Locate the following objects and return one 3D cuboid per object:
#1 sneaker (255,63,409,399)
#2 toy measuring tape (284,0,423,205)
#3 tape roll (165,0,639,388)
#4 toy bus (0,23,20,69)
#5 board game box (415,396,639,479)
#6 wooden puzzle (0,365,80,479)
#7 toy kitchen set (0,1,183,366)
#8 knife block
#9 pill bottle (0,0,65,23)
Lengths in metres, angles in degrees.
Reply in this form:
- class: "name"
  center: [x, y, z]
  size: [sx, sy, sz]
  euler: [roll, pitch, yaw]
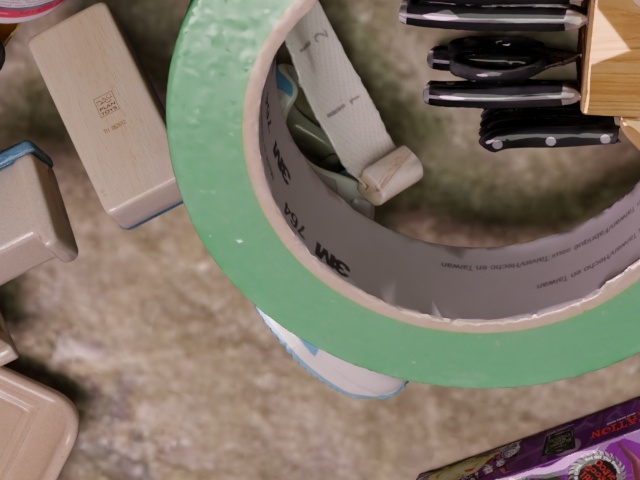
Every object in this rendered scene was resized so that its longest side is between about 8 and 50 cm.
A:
- class: "sneaker"
  center: [0.000, 0.000, 1.031]
  size: [0.092, 0.087, 0.228]
  euler: [-28, 110, 17]
- class: "toy measuring tape"
  center: [-0.007, -0.174, 0.921]
  size: [0.121, 0.121, 0.330]
  euler: [-24, 102, 16]
- class: "tape roll"
  center: [0.082, -0.068, 0.886]
  size: [0.321, 0.077, 0.321]
  euler: [3, 123, 5]
- class: "toy bus"
  center: [-0.306, -0.071, 0.996]
  size: [0.149, 0.220, 0.211]
  euler: [41, 144, 1]
- class: "board game box"
  center: [0.229, 0.274, 1.155]
  size: [0.208, 0.056, 0.347]
  euler: [-24, 110, 12]
- class: "wooden puzzle"
  center: [-0.304, 0.145, 1.160]
  size: [0.239, 0.044, 0.221]
  euler: [28, 115, -2]
- class: "toy kitchen set"
  center: [-0.177, -0.022, 1.032]
  size: [0.207, 0.166, 0.122]
  euler: [-27, 73, 2]
- class: "knife block"
  center: [0.192, -0.143, 0.940]
  size: [0.276, 0.088, 0.242]
  euler: [-40, 106, 22]
- class: "pill bottle"
  center: [-0.154, -0.201, 0.899]
  size: [0.108, 0.108, 0.180]
  euler: [34, 151, -10]
